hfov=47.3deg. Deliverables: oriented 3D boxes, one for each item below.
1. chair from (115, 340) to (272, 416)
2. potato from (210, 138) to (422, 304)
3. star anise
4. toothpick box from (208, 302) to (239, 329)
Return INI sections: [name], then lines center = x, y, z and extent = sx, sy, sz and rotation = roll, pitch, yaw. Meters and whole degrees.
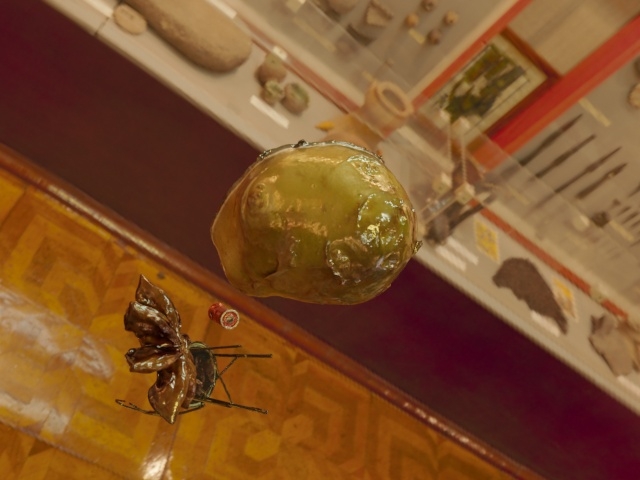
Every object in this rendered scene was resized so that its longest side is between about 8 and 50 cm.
[chair]
center = -0.278, 0.305, 1.597
extent = 0.160, 0.326, 0.170
rotation = 27, 64, -53
[potato]
center = 0.000, 0.000, 1.062
extent = 0.196, 0.300, 0.246
rotation = -116, -171, -48
[star anise]
center = -0.171, 0.118, 0.793
extent = 0.168, 0.057, 0.167
rotation = 159, -90, -86
[toothpick box]
center = -0.223, 0.172, 1.666
extent = 0.047, 0.083, 0.047
rotation = -5, 100, -30
